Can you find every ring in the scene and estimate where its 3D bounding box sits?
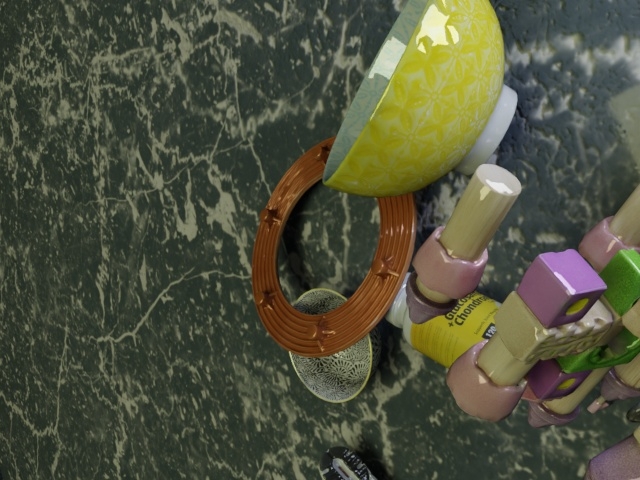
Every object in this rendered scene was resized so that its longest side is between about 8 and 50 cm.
[{"bbox_3d":[0.000,0.000,0.977,0.337,0.032,0.336,-22,59,42],"label":"ring"}]

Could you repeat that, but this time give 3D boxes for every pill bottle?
[{"bbox_3d":[0.171,0.109,0.852,0.184,0.103,0.103,26,113,39],"label":"pill bottle"}]

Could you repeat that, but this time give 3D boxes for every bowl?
[{"bbox_3d":[0.135,-0.162,0.794,0.156,0.289,0.289,26,121,-7],"label":"bowl"},{"bbox_3d":[0.035,0.150,1.006,0.170,0.080,0.170,6,99,43],"label":"bowl"}]

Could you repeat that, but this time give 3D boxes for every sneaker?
[{"bbox_3d":[0.077,0.403,1.011,0.208,0.081,0.094,49,155,20],"label":"sneaker"}]

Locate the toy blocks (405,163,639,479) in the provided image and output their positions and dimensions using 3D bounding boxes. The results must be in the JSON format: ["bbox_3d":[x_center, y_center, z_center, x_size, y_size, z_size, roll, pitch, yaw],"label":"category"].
[{"bbox_3d":[0.249,0.119,0.616,0.308,0.289,0.260,65,146,39],"label":"toy blocks"}]
